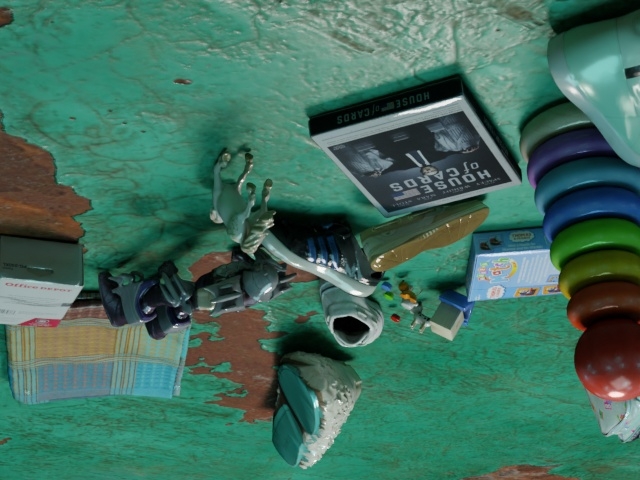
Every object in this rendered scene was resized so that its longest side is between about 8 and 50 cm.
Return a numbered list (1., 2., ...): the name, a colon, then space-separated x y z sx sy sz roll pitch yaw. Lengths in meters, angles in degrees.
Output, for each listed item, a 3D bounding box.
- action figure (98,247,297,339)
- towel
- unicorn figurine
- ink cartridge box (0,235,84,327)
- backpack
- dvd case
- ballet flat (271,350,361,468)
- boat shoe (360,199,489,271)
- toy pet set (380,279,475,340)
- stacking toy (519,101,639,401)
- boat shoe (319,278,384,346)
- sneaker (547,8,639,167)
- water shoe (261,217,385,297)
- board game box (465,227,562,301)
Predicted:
1. action figure: -0.155 0.061 1.719 0.285 0.099 0.185 -15 170 40
2. towel: -0.332 0.165 2.002 0.271 0.040 0.370 -1 154 -11
3. unicorn figurine: -0.097 -0.044 1.544 0.060 0.162 0.111 8 125 -16
4. ink cartridge box: -0.376 0.055 1.731 0.109 0.063 0.150 7 152 -23
5. backpack: 0.510 0.222 2.136 0.144 0.166 0.188 -3 154 -26
6. dvd case: 0.114 -0.101 1.538 0.179 0.029 0.239 -14 153 19
7. ballet flat: -0.002 0.258 2.197 0.147 0.147 0.409 -1 157 -9
8. boat shoe: 0.128 -0.021 1.675 0.170 0.059 0.063 -21 151 -15
9. toy pet set: 0.158 0.086 1.933 0.114 0.065 0.122 25 159 20
10. stacking toy: 0.310 0.016 1.468 0.141 0.330 0.141 -5 155 -2
11. boat shoe: 0.040 0.119 1.930 0.083 0.076 0.226 -11 154 13
12. sneaker: 0.361 -0.156 1.384 0.151 0.094 0.256 -16 151 35
13. water shoe: 0.000 0.000 1.704 0.203 0.073 0.080 27 102 -33
14. board game box: 0.310 0.031 1.840 0.211 0.039 0.160 -5 155 -1
